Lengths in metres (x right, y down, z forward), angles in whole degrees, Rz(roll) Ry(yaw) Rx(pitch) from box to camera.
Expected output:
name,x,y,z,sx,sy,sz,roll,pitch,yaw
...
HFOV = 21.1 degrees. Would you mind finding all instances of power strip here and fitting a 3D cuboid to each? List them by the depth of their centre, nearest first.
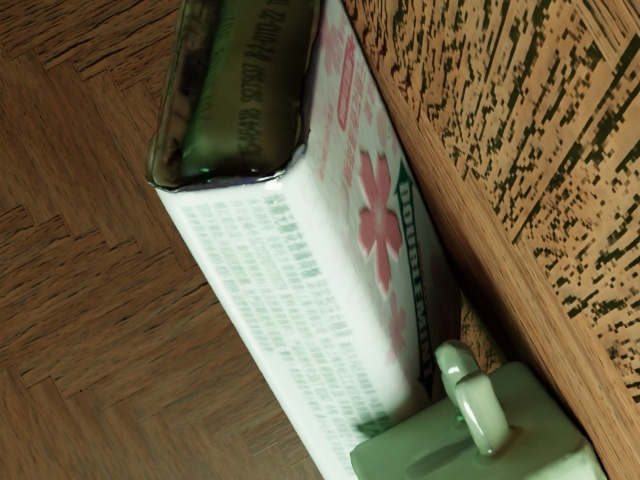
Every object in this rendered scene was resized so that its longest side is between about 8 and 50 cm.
name,x,y,z,sx,sy,sz,roll,pitch,yaw
power strip,0.110,0.172,1.108,0.224,0.140,0.139,62,179,-25

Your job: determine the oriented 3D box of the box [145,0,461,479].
name,x,y,z,sx,sy,sz,roll,pitch,yaw
box,0.000,0.000,1.147,0.369,0.112,0.190,63,-155,-46
